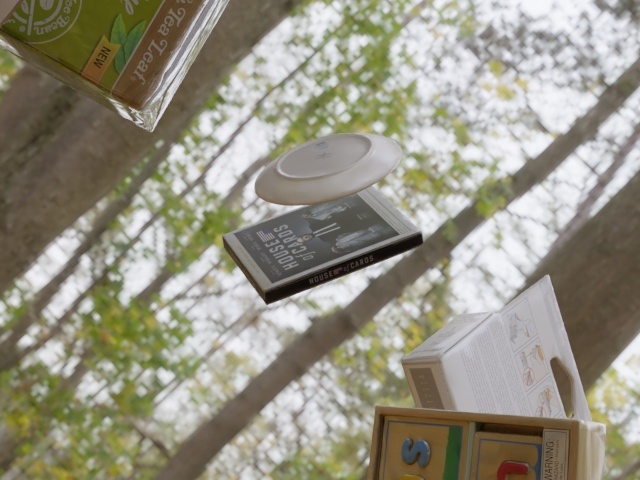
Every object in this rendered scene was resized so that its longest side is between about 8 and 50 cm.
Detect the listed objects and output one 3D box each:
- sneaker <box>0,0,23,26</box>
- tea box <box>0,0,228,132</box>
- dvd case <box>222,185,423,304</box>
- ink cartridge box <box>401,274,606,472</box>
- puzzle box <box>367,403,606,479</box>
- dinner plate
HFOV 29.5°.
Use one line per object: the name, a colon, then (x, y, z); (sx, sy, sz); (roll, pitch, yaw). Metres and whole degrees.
sneaker: (-0.405, -0.207, 1.182); (0.153, 0.282, 0.099); (-1, 49, -53)
tea box: (-0.256, -0.352, 1.402); (0.323, 0.329, 0.220); (29, -4, -3)
dvd case: (0.000, 0.000, 1.712); (0.179, 0.238, 0.030); (-132, -153, -55)
ink cartridge box: (0.240, 0.227, 1.537); (0.066, 0.261, 0.296); (-8, -74, 43)
puzzle box: (0.146, 0.375, 1.225); (0.052, 0.409, 0.272); (15, -14, -43)
dinner plate: (0.005, -0.072, 1.117); (0.141, 0.141, 0.017); (24, -45, 53)
